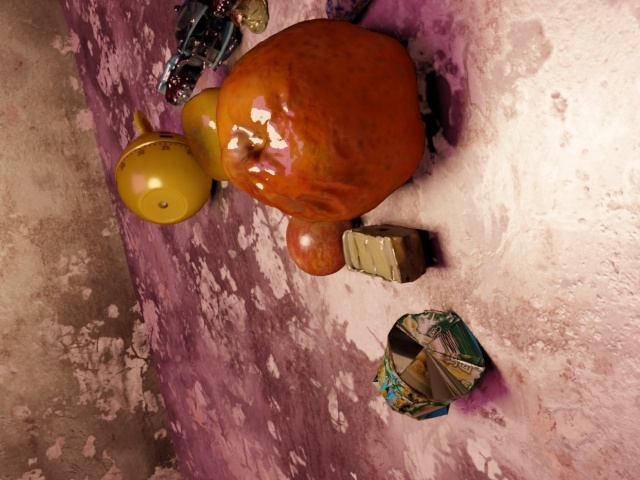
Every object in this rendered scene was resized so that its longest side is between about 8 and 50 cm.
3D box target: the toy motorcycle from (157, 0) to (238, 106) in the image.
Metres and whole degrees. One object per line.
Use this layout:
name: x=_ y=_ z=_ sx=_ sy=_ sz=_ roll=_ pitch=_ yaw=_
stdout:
toy motorcycle: x=-0.380 y=-0.613 z=1.857 sx=0.232 sy=0.172 sz=0.416 roll=35 pitch=103 yaw=48

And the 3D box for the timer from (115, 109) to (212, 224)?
timer: x=-0.565 y=-0.257 z=2.209 sx=0.376 sy=0.376 sz=0.387 roll=110 pitch=155 yaw=-42

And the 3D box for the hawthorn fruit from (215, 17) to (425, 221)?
hawthorn fruit: x=-0.012 y=-0.246 z=1.338 sx=0.471 sy=0.471 sz=0.472 roll=28 pitch=127 yaw=45

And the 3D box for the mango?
mango: x=-0.326 y=-0.321 z=1.928 sx=0.253 sy=0.182 sz=0.365 roll=41 pitch=146 yaw=11

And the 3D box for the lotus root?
lotus root: x=0.162 y=0.029 z=1.484 sx=0.235 sy=0.138 sz=0.119 roll=8 pitch=107 yaw=53

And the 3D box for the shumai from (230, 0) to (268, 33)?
shumai: x=-0.209 y=-0.646 z=1.720 sx=0.099 sy=0.087 sz=0.124 roll=17 pitch=117 yaw=52

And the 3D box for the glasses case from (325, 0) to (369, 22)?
glasses case: x=0.086 y=-0.580 z=1.361 sx=0.248 sy=0.065 sz=0.087 roll=-40 pitch=71 yaw=53

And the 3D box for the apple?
apple: x=0.000 y=0.000 z=1.648 sx=0.188 sy=0.188 sz=0.174 roll=27 pitch=137 yaw=46

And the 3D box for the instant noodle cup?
instant noodle cup: x=0.243 y=0.303 z=1.439 sx=0.240 sy=0.240 sz=0.178 roll=53 pitch=151 yaw=24
